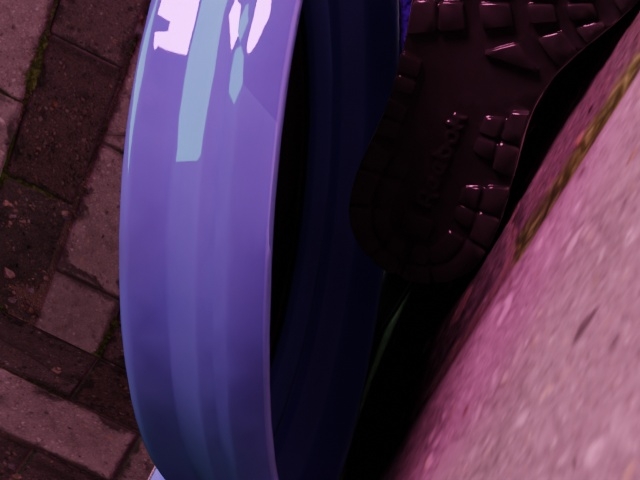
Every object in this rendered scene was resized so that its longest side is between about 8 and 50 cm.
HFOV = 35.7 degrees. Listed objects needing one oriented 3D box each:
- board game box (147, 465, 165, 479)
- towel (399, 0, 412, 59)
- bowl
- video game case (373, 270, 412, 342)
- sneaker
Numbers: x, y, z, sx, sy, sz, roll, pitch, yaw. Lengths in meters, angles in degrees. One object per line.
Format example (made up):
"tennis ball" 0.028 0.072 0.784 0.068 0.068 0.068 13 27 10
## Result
"board game box" -0.091 0.230 0.805 0.308 0.086 0.302 109 -176 -48
"towel" 0.135 -0.273 1.018 0.308 0.076 0.227 -57 -35 -53
"bowl" -0.017 -0.030 0.588 0.391 0.077 0.391 6 -90 -80
"video game case" 0.090 -0.040 0.879 0.196 0.026 0.274 -62 1 40
"sneaker" 0.100 -0.120 0.550 0.283 0.107 0.124 -63 -3 29
